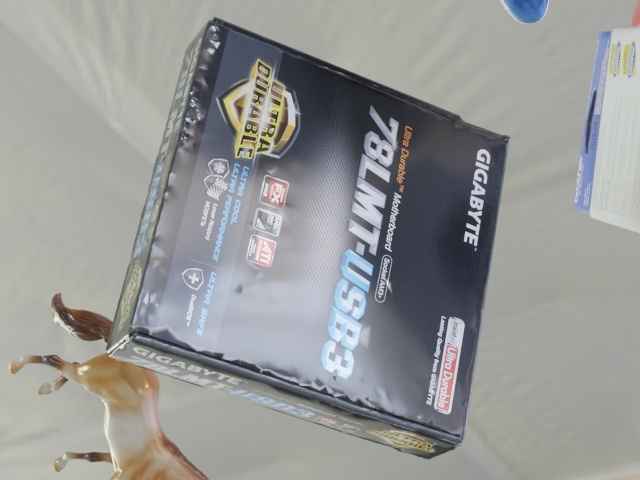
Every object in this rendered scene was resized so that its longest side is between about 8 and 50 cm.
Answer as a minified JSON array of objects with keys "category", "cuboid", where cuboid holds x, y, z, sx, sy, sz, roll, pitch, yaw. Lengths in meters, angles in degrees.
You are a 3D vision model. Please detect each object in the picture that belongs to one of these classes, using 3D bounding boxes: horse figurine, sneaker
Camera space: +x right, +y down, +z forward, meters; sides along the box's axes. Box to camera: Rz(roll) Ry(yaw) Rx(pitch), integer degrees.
[{"category":"horse figurine","cuboid":[-0.210,0.180,1.739,0.174,0.263,0.066,-10,10,24]},{"category":"sneaker","cuboid":[0.199,-0.289,1.746,0.058,0.152,0.084,-8,12,6]}]

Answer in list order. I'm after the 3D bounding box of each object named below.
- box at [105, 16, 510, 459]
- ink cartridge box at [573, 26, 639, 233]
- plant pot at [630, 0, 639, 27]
[{"category":"box","cuboid":[0.000,0.000,1.432,0.293,0.295,0.073,20,-25,-16]},{"category":"ink cartridge box","cuboid":[0.308,-0.097,1.545,0.065,0.185,0.311,5,6,-12]},{"category":"plant pot","cuboid":[0.547,-0.230,2.059,0.275,0.274,0.243,15,-2,-35]}]
